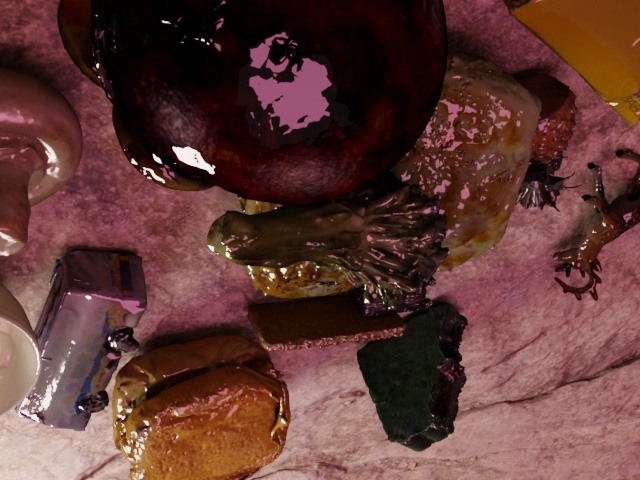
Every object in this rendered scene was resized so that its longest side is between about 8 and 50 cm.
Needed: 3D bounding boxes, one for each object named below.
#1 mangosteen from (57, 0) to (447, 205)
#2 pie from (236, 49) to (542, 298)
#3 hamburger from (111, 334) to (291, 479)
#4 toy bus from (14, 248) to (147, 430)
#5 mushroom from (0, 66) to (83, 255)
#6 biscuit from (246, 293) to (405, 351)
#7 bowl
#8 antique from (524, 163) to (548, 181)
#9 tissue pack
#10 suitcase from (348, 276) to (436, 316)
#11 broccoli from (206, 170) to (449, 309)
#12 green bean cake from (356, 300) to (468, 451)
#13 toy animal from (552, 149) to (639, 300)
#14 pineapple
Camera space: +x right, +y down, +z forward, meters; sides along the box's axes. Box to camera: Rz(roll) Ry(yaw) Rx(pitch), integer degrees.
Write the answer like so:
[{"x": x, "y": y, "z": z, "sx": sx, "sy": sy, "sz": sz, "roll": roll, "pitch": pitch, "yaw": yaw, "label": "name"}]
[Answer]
[{"x": -0.071, "y": -0.226, "z": 1.202, "sx": 0.381, "sy": 0.421, "sz": 0.381, "roll": -5, "pitch": 99, "yaw": -35, "label": "mangosteen"}, {"x": 0.088, "y": -0.068, "z": 1.529, "sx": 0.418, "sy": 0.180, "sz": 0.395, "roll": -9, "pitch": 140, "yaw": -3, "label": "pie"}, {"x": -0.192, "y": 0.288, "z": 1.832, "sx": 0.319, "sy": 0.158, "sz": 0.318, "roll": -12, "pitch": 138, "yaw": -11, "label": "hamburger"}, {"x": -0.355, "y": 0.153, "z": 1.660, "sx": 0.138, "sy": 0.112, "sz": 0.317, "roll": 10, "pitch": 129, "yaw": -26, "label": "toy bus"}, {"x": -0.387, "y": -0.100, "z": 1.312, "sx": 0.206, "sy": 0.209, "sz": 0.206, "roll": 4, "pitch": 124, "yaw": 6, "label": "mushroom"}, {"x": 0.008, "y": 0.126, "z": 1.766, "sx": 0.231, "sy": 0.131, "sz": 0.025, "roll": -5, "pitch": 117, "yaw": -16, "label": "biscuit"}, {"x": -0.524, "y": 0.130, "z": 1.533, "sx": 0.277, "sy": 0.145, "sz": 0.277, "roll": -10, "pitch": 138, "yaw": -10, "label": "bowl"}, {"x": 0.229, "y": -0.097, "z": 1.618, "sx": 0.192, "sy": 0.015, "sz": 0.031, "roll": 3, "pitch": 155, "yaw": 26, "label": "antique"}, {"x": 0.373, "y": -0.295, "z": 1.420, "sx": 0.271, "sy": 0.134, "sz": 0.192, "roll": 33, "pitch": 113, "yaw": -32, "label": "tissue pack"}, {"x": 0.108, "y": 0.072, "z": 1.781, "sx": 0.126, "sy": 0.086, "sz": 0.059, "roll": -6, "pitch": 122, "yaw": -17, "label": "suitcase"}, {"x": 0.005, "y": 0.000, "z": 1.318, "sx": 0.304, "sy": 0.145, "sz": 0.165, "roll": 3, "pitch": 126, "yaw": -37, "label": "broccoli"}, {"x": 0.182, "y": 0.233, "z": 1.896, "sx": 0.193, "sy": 0.208, "sz": 0.107, "roll": -31, "pitch": 141, "yaw": 14, "label": "green bean cake"}, {"x": 0.480, "y": -0.024, "z": 1.832, "sx": 0.243, "sy": 0.087, "sz": 0.260, "roll": -24, "pitch": 136, "yaw": 6, "label": "toy animal"}, {"x": 0.316, "y": -0.127, "z": 1.633, "sx": 0.125, "sy": 0.125, "sz": 0.251, "roll": -18, "pitch": 144, "yaw": -4, "label": "pineapple"}]
